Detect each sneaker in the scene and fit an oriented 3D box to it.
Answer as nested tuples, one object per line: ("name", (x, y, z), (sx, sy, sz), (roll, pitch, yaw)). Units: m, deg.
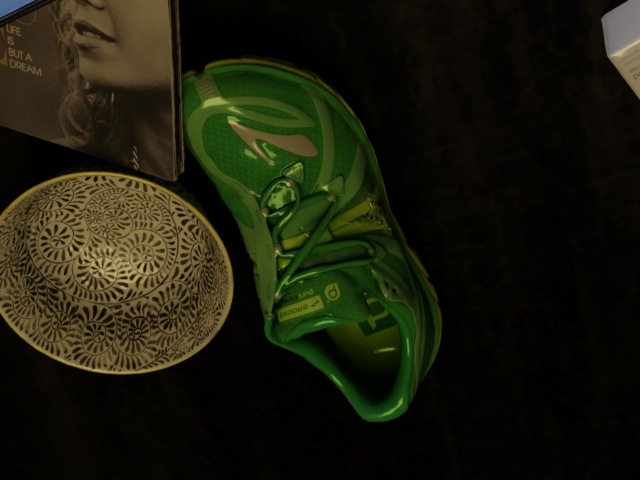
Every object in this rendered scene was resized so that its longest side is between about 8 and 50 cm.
("sneaker", (0.000, 0.000, 1.321), (0.109, 0.123, 0.295), (-24, 119, 19))

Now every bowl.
("bowl", (-0.140, 0.003, 1.361), (0.170, 0.080, 0.170), (2, 125, 3))

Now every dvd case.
("dvd case", (-0.162, -0.153, 1.249), (0.164, 0.018, 0.221), (18, 129, 23))

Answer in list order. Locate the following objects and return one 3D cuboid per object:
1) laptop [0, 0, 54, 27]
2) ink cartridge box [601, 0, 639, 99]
("laptop", (-0.212, -0.348, 1.020), (0.382, 0.236, 0.408), (-23, 121, 19))
("ink cartridge box", (0.258, -0.107, 1.267), (0.099, 0.056, 0.135), (-31, 117, 22))
